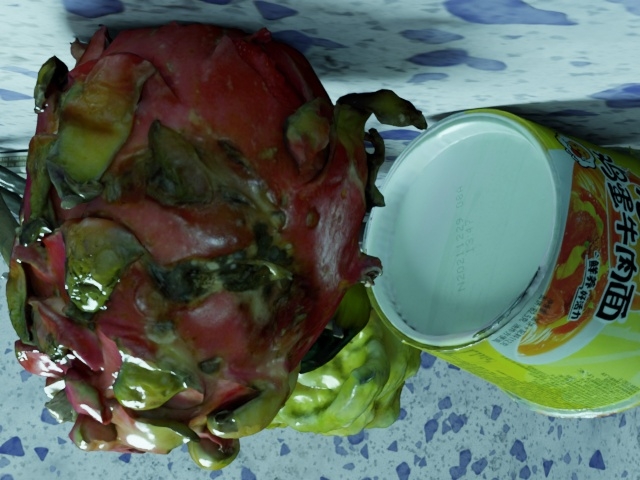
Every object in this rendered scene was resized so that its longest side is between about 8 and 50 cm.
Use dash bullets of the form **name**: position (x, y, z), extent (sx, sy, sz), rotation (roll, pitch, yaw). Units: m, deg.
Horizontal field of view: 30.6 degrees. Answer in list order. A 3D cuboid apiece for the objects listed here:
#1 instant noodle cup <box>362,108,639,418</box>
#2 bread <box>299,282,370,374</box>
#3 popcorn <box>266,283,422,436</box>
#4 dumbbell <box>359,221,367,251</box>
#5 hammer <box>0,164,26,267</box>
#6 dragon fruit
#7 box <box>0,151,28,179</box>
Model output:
- **instant noodle cup**: position (0.174, 0.012, 1.006), extent (0.200, 0.264, 0.264), rotation (20, 166, -41)
- **bread**: position (-0.103, 0.022, 1.167), extent (0.208, 0.251, 0.376), rotation (-28, 165, 18)
- **popcorn**: position (0.006, 0.163, 1.668), extent (0.321, 0.290, 0.326), rotation (-28, -146, -19)
- **dumbbell**: position (0.000, 0.000, 1.541), extent (0.225, 0.140, 0.124), rotation (4, 143, 10)
- **hammer**: position (-0.306, 0.024, 1.199), extent (0.168, 0.044, 0.440), rotation (22, -162, -43)
- **dragon fruit**: position (-0.085, 0.008, 0.797), extent (0.269, 0.291, 0.250), rotation (3, 170, -8)
- **box**: position (-0.328, -0.087, 1.418), extent (0.198, 0.029, 0.109), rotation (1, 175, 44)
